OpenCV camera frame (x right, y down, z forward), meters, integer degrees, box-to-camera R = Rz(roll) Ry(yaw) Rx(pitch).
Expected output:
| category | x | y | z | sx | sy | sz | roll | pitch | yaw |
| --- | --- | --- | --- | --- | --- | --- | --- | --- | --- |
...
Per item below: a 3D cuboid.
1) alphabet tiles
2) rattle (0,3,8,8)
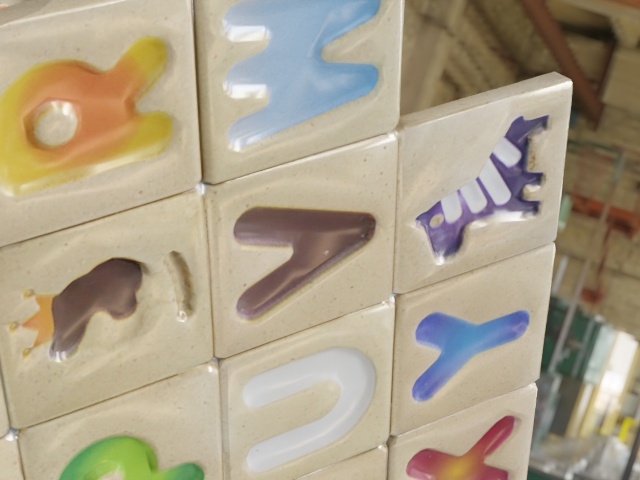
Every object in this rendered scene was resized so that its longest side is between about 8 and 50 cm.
| category | x | y | z | sx | sy | sz | roll | pitch | yaw |
| --- | --- | --- | --- | --- | --- | --- | --- | --- | --- |
| alphabet tiles | -0.080 | 0.071 | 0.387 | 0.343 | 0.285 | 0.011 | -18 | 40 | -23 |
| rattle | -0.100 | 0.018 | 0.621 | 0.200 | 0.142 | 0.130 | 38 | 7 | -14 |
